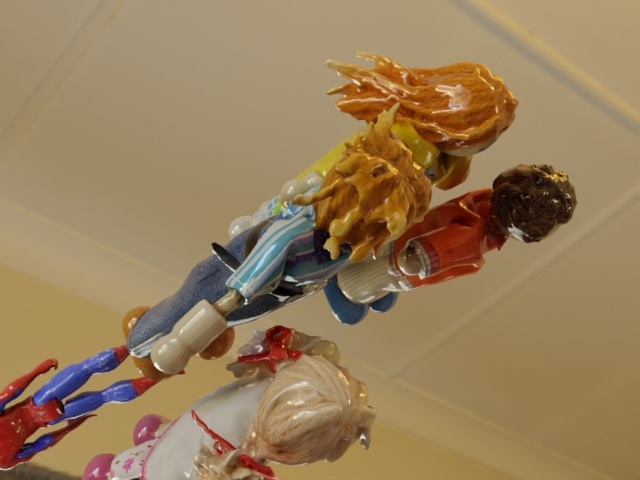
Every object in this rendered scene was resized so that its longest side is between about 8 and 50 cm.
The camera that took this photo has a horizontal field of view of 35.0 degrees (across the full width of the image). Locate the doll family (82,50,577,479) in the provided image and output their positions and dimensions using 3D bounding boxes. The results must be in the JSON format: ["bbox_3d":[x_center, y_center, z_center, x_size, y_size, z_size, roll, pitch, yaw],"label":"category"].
[{"bbox_3d":[0.000,0.000,0.411,0.163,0.263,0.118,-31,-85,45],"label":"doll family"}]

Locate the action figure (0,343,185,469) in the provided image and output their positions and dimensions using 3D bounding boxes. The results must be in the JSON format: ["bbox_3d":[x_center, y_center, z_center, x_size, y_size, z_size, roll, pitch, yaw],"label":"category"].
[{"bbox_3d":[-0.122,0.075,0.474,0.115,0.030,0.038,-27,-69,-11],"label":"action figure"}]
